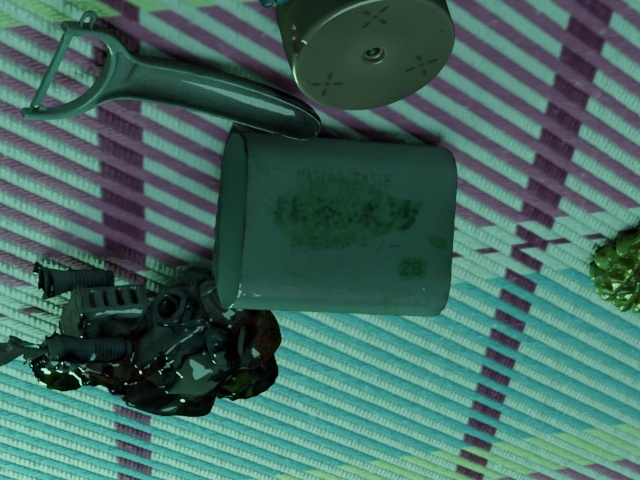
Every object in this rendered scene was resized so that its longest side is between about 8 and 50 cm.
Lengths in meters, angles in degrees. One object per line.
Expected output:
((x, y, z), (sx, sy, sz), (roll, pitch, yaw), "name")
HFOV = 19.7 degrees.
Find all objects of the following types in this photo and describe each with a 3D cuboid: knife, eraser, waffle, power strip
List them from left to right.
((-0.121, -0.142, 1.656), (0.278, 0.053, 0.123), (8, 136, -30), "knife")
((0.015, -0.016, 1.800), (0.227, 0.174, 0.081), (3, -176, -22), "eraser")
((0.042, -0.190, 1.621), (0.154, 0.078, 0.154), (-11, 144, -8), "power strip")
((0.398, 0.023, 2.089), (0.183, 0.036, 0.169), (-28, 145, 21), "waffle")

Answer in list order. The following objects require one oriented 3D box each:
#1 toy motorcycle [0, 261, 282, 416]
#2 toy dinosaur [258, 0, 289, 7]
((-0.198, 0.097, 1.902), (0.401, 0.134, 0.207), (6, 141, -29), "toy motorcycle")
((-0.043, -0.232, 1.560), (0.030, 0.047, 0.083), (-9, 142, -6), "toy dinosaur")
